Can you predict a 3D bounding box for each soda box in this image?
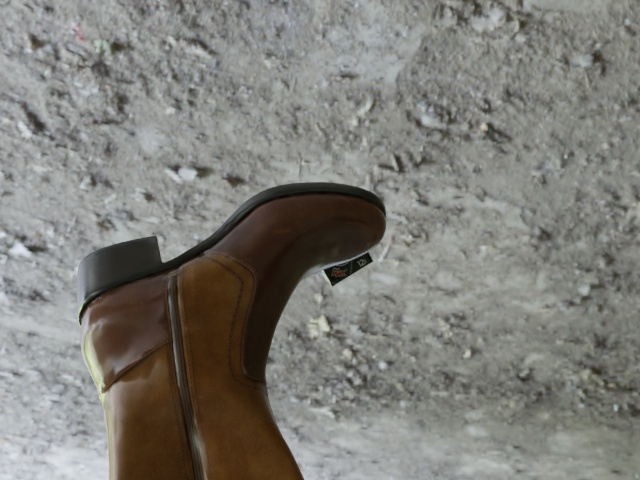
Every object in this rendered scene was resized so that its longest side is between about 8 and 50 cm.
[{"bbox_3d":[0.000,0.000,0.953,0.060,0.169,0.053,-31,109,-9],"label":"soda box"}]

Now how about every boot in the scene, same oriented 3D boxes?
[{"bbox_3d":[-0.040,0.099,0.562,0.264,0.280,0.096,-13,143,-12],"label":"boot"}]
